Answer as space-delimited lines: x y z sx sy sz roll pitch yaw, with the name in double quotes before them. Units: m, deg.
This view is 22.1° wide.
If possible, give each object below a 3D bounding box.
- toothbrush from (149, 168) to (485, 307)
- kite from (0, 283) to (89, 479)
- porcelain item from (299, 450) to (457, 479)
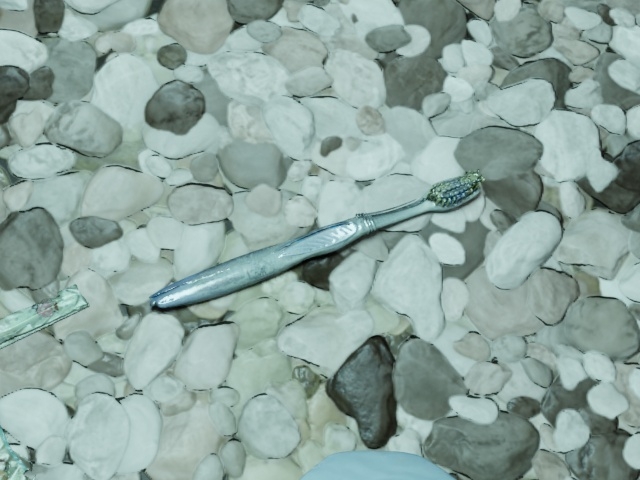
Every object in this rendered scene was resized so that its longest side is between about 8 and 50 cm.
"toothbrush" 0.000 0.000 1.839 0.413 0.042 0.035 -21 71 -16
"kite" -0.415 0.129 1.719 0.368 0.014 0.406 -26 72 -19
"porcelain item" 0.045 0.399 1.423 0.178 0.405 0.242 -10 28 -39
